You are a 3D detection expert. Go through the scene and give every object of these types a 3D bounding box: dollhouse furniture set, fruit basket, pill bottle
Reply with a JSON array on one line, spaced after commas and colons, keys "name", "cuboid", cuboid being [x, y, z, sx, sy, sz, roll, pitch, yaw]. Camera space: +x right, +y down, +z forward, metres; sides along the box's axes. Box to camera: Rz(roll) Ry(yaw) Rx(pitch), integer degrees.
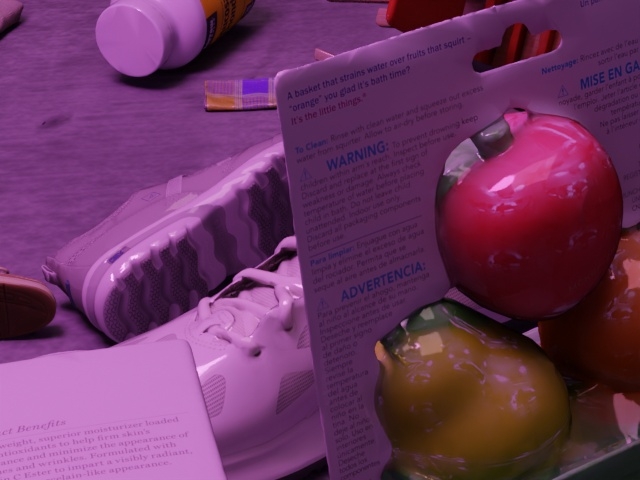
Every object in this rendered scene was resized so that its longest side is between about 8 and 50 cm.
[{"name": "dollhouse furniture set", "cuboid": [0.114, -0.206, 1.583, 0.135, 0.262, 0.259, 15, 3, 24]}, {"name": "fruit basket", "cuboid": [0.123, 0.028, 1.050, 0.327, 0.353, 0.165, -21, 20, -28]}, {"name": "pill bottle", "cuboid": [-0.142, -0.229, 1.764, 0.103, 0.103, 0.184, 11, 33, 22]}]

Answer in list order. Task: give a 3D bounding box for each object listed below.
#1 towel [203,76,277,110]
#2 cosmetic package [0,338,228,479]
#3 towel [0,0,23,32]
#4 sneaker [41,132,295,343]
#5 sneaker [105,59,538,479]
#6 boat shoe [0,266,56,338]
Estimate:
[{"name": "towel", "cuboid": [-0.069, -0.138, 1.693, 0.083, 0.009, 0.060, -1, 29, 2]}, {"name": "cosmetic package", "cuboid": [-0.129, 0.172, 1.010, 0.151, 0.151, 0.183, -7, 30, -9]}, {"name": "towel", "cuboid": [-0.508, -0.207, 1.801, 0.312, 0.056, 0.324, 10, 31, 21]}, {"name": "sneaker", "cuboid": [-0.092, -0.026, 1.402, 0.115, 0.105, 0.281, 24, 40, 38]}, {"name": "sneaker", "cuboid": [0.000, -0.001, 1.197, 0.448, 0.257, 0.169, -18, 33, -24]}, {"name": "boat shoe", "cuboid": [-0.270, 0.041, 1.351, 0.153, 0.056, 0.048, -4, 34, 11]}]
